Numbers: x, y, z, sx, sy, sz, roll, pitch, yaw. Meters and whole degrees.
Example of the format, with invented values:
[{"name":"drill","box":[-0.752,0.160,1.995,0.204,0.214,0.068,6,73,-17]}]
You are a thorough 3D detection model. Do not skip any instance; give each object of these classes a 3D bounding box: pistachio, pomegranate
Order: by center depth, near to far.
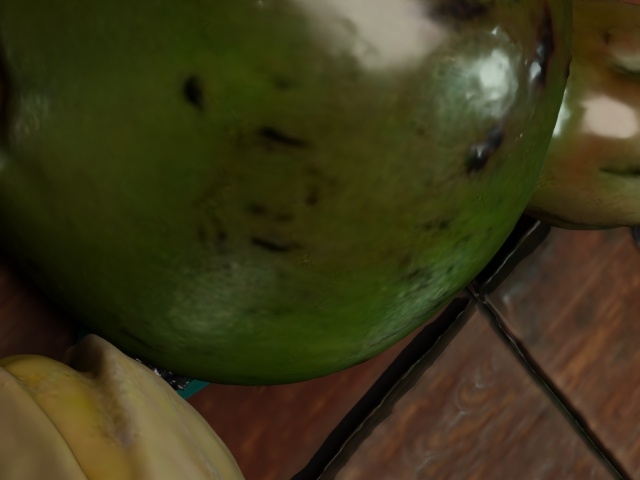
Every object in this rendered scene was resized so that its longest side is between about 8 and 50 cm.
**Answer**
[{"name":"pistachio","box":[-0.052,0.123,0.455,0.117,0.145,0.200,0,76,-29]},{"name":"pomegranate","box":[0.014,-0.051,0.493,0.241,0.159,0.190,36,55,-8]}]

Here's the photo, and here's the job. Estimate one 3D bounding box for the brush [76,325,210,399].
[{"name":"brush","box":[0.000,0.000,0.572,0.193,0.032,0.043,-32,97,-29]}]
